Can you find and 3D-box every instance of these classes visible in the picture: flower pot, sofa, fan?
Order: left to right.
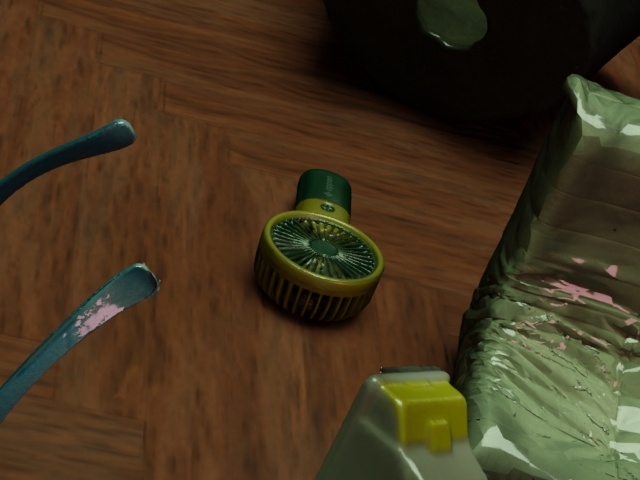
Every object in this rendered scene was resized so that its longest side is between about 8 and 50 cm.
[{"bbox_3d":[0.000,0.000,1.116,0.082,0.039,0.155,17,30,-5],"label":"fan"},{"bbox_3d":[0.148,-0.243,1.355,0.379,0.379,0.251,24,52,5],"label":"flower pot"},{"bbox_3d":[0.196,0.048,0.982,0.210,0.225,0.176,21,28,-4],"label":"sofa"}]

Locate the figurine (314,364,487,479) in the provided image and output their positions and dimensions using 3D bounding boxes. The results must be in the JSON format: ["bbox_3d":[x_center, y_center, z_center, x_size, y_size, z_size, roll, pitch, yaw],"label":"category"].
[{"bbox_3d":[0.082,0.197,0.760,0.309,0.143,0.308,-7,63,13],"label":"figurine"}]

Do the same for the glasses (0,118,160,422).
[{"bbox_3d":[-0.154,0.059,0.809,0.088,0.221,0.189,49,14,-33],"label":"glasses"}]
